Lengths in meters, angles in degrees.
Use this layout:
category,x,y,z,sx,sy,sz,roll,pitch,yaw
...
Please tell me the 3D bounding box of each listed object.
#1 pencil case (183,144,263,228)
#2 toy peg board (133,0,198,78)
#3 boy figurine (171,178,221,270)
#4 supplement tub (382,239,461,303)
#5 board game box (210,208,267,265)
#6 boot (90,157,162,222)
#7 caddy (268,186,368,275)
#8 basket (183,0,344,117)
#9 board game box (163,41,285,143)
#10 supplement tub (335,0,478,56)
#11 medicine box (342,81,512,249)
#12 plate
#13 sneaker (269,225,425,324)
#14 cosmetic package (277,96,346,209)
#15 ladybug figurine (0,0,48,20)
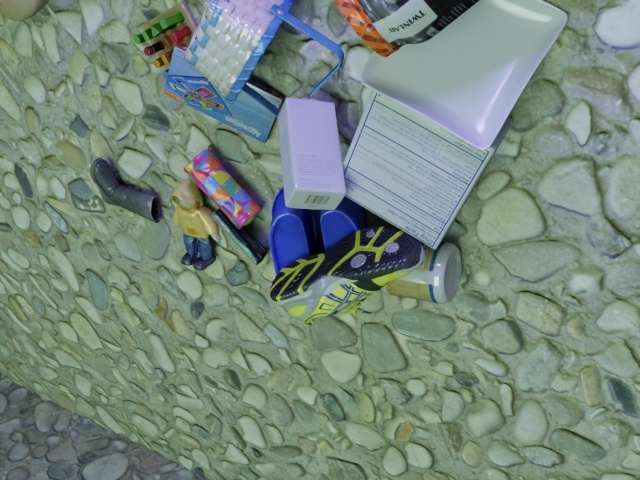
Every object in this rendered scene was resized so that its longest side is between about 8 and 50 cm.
category,x,y,z,sx,sy,sz,roll,pitch,yaw
pencil case,-0.264,-0.143,1.692,0.236,0.104,0.104,50,135,-5
toy peg board,-0.366,-0.470,1.525,0.161,0.079,0.161,-10,116,39
boy figurine,-0.368,-0.047,1.838,0.177,0.092,0.285,22,135,23
supplement tub,0.220,0.067,1.484,0.199,0.144,0.144,8,126,30
board game box,-0.224,-0.016,1.744,0.026,0.126,0.186,-41,95,8
boot,-0.596,-0.151,1.923,0.208,0.076,0.190,24,147,27
caddy,0.000,0.000,1.566,0.241,0.179,0.341,-3,123,9
basket,-0.121,-0.400,1.329,0.289,0.201,0.255,37,141,-13
board game box,-0.236,-0.355,1.514,0.281,0.027,0.145,26,134,-4
supplement tub,0.192,-0.467,1.006,0.338,0.207,0.207,-35,100,27
medicine box,0.206,-0.175,1.309,0.263,0.149,0.289,32,135,10
plate,0.255,-0.346,1.143,0.278,0.045,0.277,32,98,10
sneaker,0.072,0.085,1.439,0.384,0.145,0.147,-19,128,29
cosmetic package,-0.022,-0.188,1.350,0.117,0.231,0.085,3,155,-20
ladybug figurine,-0.745,-0.763,1.501,0.305,0.162,0.449,30,135,12
